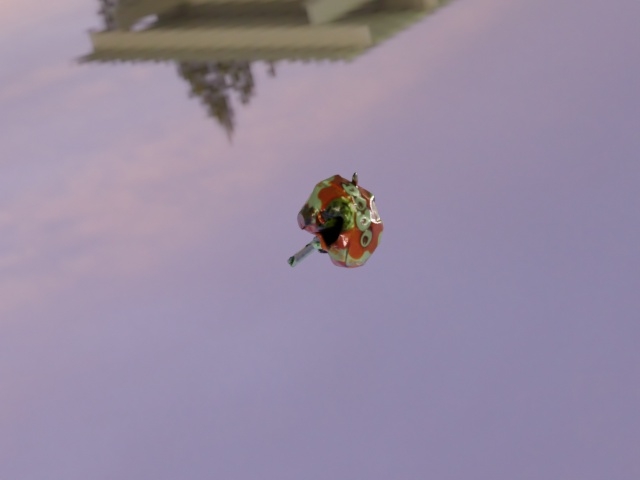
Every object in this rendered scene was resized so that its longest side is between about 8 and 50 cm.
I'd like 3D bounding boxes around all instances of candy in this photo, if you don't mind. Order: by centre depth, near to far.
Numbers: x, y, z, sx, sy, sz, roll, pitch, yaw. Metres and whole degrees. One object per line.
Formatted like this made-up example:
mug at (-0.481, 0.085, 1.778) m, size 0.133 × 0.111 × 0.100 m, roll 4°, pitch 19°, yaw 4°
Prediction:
candy at (0.000, 0.000, 0.952) m, size 0.049 × 0.055 × 0.185 m, roll -11°, pitch 173°, yaw -13°
